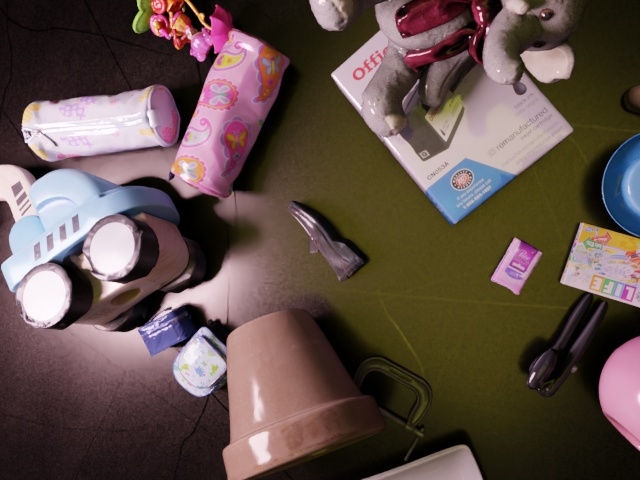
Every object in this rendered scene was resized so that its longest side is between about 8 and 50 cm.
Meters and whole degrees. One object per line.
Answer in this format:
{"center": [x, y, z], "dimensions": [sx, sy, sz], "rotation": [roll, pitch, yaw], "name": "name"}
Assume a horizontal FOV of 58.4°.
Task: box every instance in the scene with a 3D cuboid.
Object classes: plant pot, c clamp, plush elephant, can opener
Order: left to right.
{"center": [-0.054, 0.243, 0.937], "dimensions": [0.263, 0.263, 0.229], "rotation": [-25, 70, 12], "name": "plant pot"}
{"center": [0.121, 0.286, 0.999], "dimensions": [0.161, 0.022, 0.137], "rotation": [34, 99, 9], "name": "c clamp"}
{"center": [0.199, -0.279, 0.708], "dimensions": [0.255, 0.272, 0.330], "rotation": [29, 70, 34], "name": "plush elephant"}
{"center": [0.400, 0.170, 0.919], "dimensions": [0.059, 0.073, 0.186], "rotation": [38, 90, 16], "name": "can opener"}

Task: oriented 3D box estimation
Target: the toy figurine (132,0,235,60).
{"center": [-0.230, -0.385, 1.018], "dimensions": [0.159, 0.130, 0.173], "rotation": [44, 122, -2], "name": "toy figurine"}

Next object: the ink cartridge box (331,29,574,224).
{"center": [0.201, -0.210, 0.910], "dimensions": [0.223, 0.129, 0.307], "rotation": [-39, 83, 10], "name": "ink cartridge box"}

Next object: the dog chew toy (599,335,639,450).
{"center": [0.569, 0.174, 0.817], "dimensions": [0.332, 0.206, 0.206], "rotation": [-44, 83, 2], "name": "dog chew toy"}

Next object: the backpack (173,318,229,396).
{"center": [-0.209, 0.222, 1.037], "dimensions": [0.105, 0.084, 0.114], "rotation": [43, 102, 10], "name": "backpack"}

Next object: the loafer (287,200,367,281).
{"center": [0.000, 0.000, 0.997], "dimensions": [0.170, 0.062, 0.061], "rotation": [44, 105, 9], "name": "loafer"}

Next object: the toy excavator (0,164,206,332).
{"center": [-0.488, -0.032, 1.047], "dimensions": [0.433, 0.222, 0.445], "rotation": [-33, 72, 9], "name": "toy excavator"}

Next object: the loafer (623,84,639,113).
{"center": [0.547, -0.207, 0.876], "dimensions": [0.148, 0.050, 0.056], "rotation": [11, 94, 12], "name": "loafer"}

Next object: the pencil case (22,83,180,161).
{"center": [-0.397, -0.213, 1.043], "dimensions": [0.273, 0.124, 0.113], "rotation": [-4, 91, 11], "name": "pencil case"}

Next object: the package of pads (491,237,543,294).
{"center": [0.323, 0.042, 0.942], "dimensions": [0.050, 0.032, 0.083], "rotation": [29, 98, 7], "name": "package of pads"}

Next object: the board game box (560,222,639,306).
{"center": [0.478, 0.043, 0.912], "dimensions": [0.154, 0.026, 0.103], "rotation": [17, 96, 11], "name": "board game box"}

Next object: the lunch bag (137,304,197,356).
{"center": [-0.281, 0.160, 1.056], "dimensions": [0.098, 0.067, 0.065], "rotation": [-29, 92, 10], "name": "lunch bag"}

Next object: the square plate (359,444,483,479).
{"center": [0.160, 0.558, 0.987], "dimensions": [0.344, 0.049, 0.347], "rotation": [-24, 87, 11], "name": "square plate"}

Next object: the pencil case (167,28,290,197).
{"center": [-0.159, -0.214, 0.997], "dimensions": [0.124, 0.124, 0.284], "rotation": [26, 98, 10], "name": "pencil case"}

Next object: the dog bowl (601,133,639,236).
{"center": [0.573, -0.063, 0.864], "dimensions": [0.297, 0.074, 0.166], "rotation": [18, 96, 10], "name": "dog bowl"}
